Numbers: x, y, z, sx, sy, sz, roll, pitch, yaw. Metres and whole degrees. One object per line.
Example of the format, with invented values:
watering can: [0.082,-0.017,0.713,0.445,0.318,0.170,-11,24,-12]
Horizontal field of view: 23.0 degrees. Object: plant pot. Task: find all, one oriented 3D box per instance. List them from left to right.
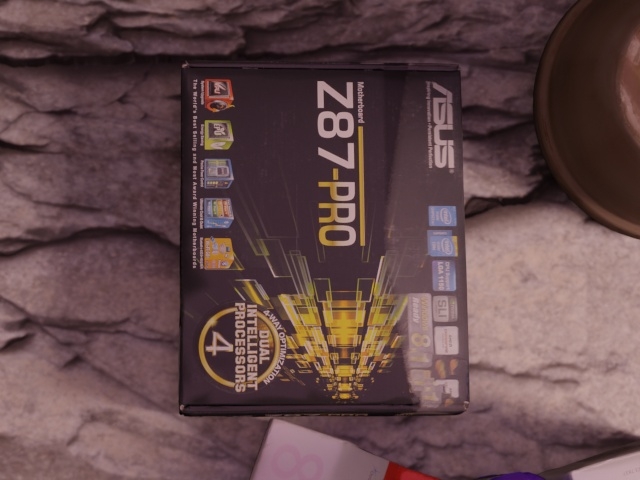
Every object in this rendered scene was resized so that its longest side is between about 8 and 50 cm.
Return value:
plant pot: [0.393,-0.153,1.679,0.323,0.280,0.323,0,92,5]

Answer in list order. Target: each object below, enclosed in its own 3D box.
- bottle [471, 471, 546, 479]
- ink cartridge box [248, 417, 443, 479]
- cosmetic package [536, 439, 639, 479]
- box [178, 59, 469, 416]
bottle: [0.203,0.298,1.621,0.092,0.283,0.118,-9,82,-6]
ink cartridge box: [0.025,0.319,1.726,0.232,0.066,0.189,18,80,5]
cosmetic package: [0.362,0.408,1.647,0.156,0.217,0.385,-16,83,-5]
box: [0.000,0.000,1.758,0.318,0.097,0.395,1,80,-5]
